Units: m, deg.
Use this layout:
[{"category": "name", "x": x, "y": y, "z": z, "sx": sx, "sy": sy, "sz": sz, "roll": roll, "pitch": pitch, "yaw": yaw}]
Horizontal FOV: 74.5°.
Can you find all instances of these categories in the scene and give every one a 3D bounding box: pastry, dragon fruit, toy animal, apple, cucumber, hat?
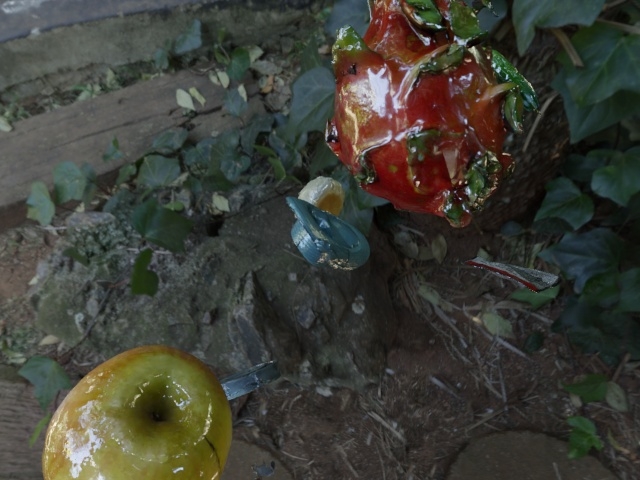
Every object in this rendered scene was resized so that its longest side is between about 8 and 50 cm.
[{"category": "pastry", "x": -0.001, "y": -0.111, "z": 1.219, "sx": 0.088, "sy": 0.165, "sz": 0.166, "roll": 33, "pitch": 73, "yaw": 35}, {"category": "dragon fruit", "x": 0.105, "y": -0.156, "z": 0.410, "sx": 0.198, "sy": 0.269, "sz": 0.200, "roll": -13, "pitch": 33, "yaw": -39}, {"category": "toy animal", "x": -0.103, "y": 0.390, "z": 0.711, "sx": 0.084, "sy": 0.028, "sz": 0.050, "roll": -50, "pitch": 18, "yaw": 16}, {"category": "apple", "x": -0.277, "y": 0.315, "z": 0.667, "sx": 0.286, "sy": 0.286, "sz": 0.233, "roll": 53, "pitch": 124, "yaw": 27}, {"category": "cucumber", "x": 0.334, "y": -0.282, "z": 0.741, "sx": 0.039, "sy": 0.039, "sz": 0.168, "roll": -40, "pitch": 87, "yaw": -11}, {"category": "hat", "x": 0.000, "y": 0.000, "z": 0.701, "sx": 0.078, "sy": 0.191, "sz": 0.138, "roll": -49, "pitch": 49, "yaw": 18}]

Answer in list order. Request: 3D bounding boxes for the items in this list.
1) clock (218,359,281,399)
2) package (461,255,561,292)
[{"category": "clock", "x": -0.216, "y": 0.383, "z": 1.134, "sx": 0.226, "sy": 0.226, "sz": 0.048, "roll": -19, "pitch": 81, "yaw": 1}, {"category": "package", "x": 0.409, "y": 0.067, "z": 0.894, "sx": 0.154, "sy": 0.239, "sz": 0.030, "roll": 22, "pitch": 100, "yaw": 37}]
